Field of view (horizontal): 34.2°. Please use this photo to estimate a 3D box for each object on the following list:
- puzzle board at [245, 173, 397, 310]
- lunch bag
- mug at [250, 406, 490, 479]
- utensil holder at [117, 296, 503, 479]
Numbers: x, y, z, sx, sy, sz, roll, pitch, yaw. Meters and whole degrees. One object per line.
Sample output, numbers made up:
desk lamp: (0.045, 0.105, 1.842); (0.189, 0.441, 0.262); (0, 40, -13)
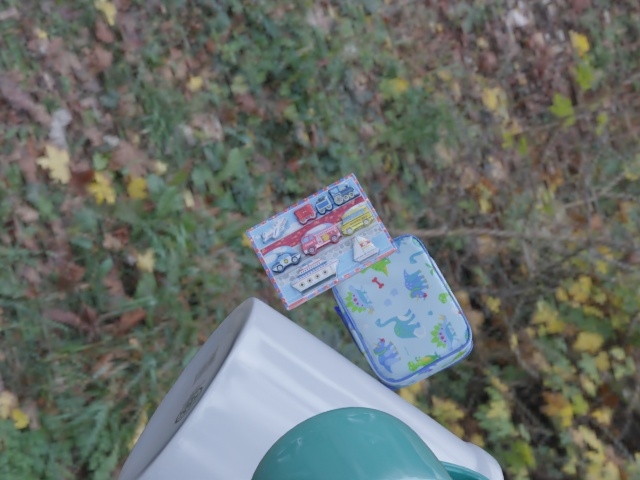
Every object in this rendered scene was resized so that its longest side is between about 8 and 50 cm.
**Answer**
puzzle board: (0.000, 0.000, 1.060); (0.096, 0.128, 0.011); (60, -3, 19)
lunch bag: (0.125, 0.114, 1.648); (0.219, 0.176, 0.090); (61, -1, 19)
mug: (0.027, 0.176, 0.666); (0.157, 0.129, 0.097); (33, 10, -37)
utensil holder: (-0.019, 0.305, 1.323); (0.385, 0.328, 0.328); (36, 28, -10)
